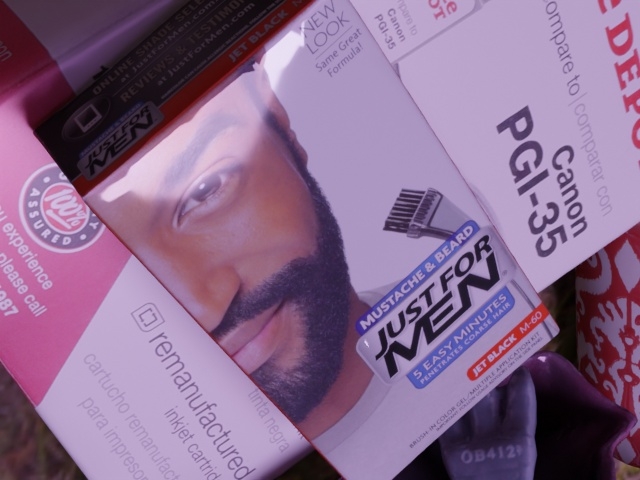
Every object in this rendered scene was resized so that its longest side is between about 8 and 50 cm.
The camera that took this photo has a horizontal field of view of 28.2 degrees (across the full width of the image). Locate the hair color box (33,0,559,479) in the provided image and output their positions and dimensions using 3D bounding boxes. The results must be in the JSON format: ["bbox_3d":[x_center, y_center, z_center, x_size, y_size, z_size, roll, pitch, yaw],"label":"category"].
[{"bbox_3d":[0.000,0.000,0.406,0.093,0.053,0.167,-41,128,-3],"label":"hair color box"}]

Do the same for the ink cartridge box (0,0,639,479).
[{"bbox_3d":[-0.008,-0.049,0.485,0.283,0.117,0.207,-34,128,-10],"label":"ink cartridge box"}]

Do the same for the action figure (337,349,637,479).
[{"bbox_3d":[0.078,0.212,0.580,0.248,0.275,0.370,-27,148,-10],"label":"action figure"}]

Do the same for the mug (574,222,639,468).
[{"bbox_3d":[0.199,0.023,0.661,0.150,0.113,0.169,-20,128,-19],"label":"mug"}]
